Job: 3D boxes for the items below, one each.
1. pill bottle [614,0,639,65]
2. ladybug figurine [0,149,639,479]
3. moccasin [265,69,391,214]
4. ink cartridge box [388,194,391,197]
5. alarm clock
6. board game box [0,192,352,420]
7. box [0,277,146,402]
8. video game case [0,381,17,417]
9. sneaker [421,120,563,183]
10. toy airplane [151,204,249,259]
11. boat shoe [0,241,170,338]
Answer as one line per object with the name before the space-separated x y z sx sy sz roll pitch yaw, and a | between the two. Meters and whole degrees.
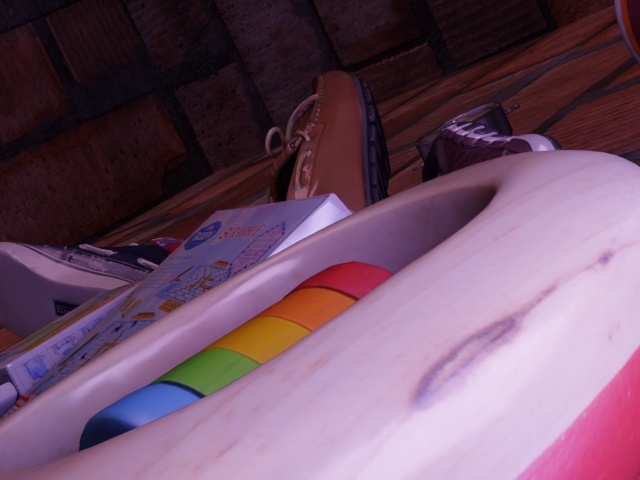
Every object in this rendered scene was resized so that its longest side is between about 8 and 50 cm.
pill bottle | 0.414 -0.227 1.100 0.224 0.224 0.392 -26 8 -1
ladybug figurine | -0.006 0.106 0.554 0.449 0.162 0.305 -31 10 -33
moccasin | 0.000 -0.063 1.364 0.147 0.139 0.380 -11 40 8
ink cartridge box | 0.000 0.000 1.543 0.186 0.065 0.311 -26 7 -2
alarm clock | 0.187 -0.130 1.746 0.129 0.064 0.192 -17 10 47
board game box | -0.134 0.095 1.077 0.318 0.066 0.319 -45 14 -16
box | -0.245 0.131 1.318 0.114 0.103 0.203 -17 12 48
video game case | -0.358 0.208 1.201 0.143 0.019 0.157 -27 -23 -35
sneaker | 0.123 -0.039 1.264 0.162 0.106 0.281 -32 10 -15
toy airplane | -0.135 0.003 1.567 0.151 0.028 0.151 -12 24 5
boat shoe | -0.293 0.058 1.653 0.340 0.127 0.158 16 28 34
